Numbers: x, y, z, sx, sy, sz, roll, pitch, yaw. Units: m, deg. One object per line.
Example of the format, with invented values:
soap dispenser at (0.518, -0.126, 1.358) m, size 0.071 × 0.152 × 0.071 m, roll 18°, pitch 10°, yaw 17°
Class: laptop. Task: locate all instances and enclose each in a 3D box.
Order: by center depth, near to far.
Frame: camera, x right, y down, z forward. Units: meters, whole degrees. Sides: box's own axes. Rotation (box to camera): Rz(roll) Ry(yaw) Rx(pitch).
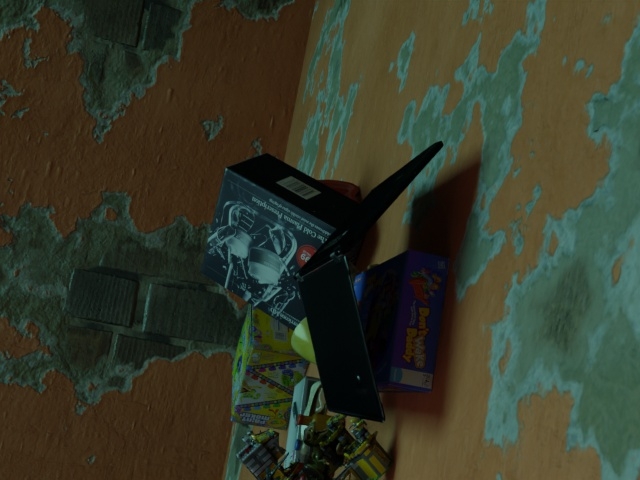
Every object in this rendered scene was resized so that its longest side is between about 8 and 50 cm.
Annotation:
laptop at (0.105, 0.083, 1.518) m, size 0.408 × 0.236 × 0.382 m, roll -48°, pitch 4°, yaw -15°

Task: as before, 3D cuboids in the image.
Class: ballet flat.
ballet flat at (-0.012, 0.426, 2.075) m, size 0.052 × 0.057 × 0.168 m, roll 146°, pitch 135°, yaw -61°

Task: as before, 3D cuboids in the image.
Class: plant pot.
plant pot at (0.010, 0.248, 2.011) m, size 0.095 × 0.134 × 0.134 m, roll 48°, pitch 130°, yaw 43°

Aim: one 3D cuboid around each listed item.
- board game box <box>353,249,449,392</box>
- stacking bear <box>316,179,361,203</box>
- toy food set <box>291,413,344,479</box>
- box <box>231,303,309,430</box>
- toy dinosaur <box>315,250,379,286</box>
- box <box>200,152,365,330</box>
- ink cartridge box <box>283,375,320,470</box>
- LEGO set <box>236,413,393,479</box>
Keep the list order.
board game box at (0.128, 0.163, 1.580) m, size 0.347 × 0.078 × 0.234 m, roll 144°, pitch 138°, yaw -74°
stacking bear at (0.000, 0.000, 2.245) m, size 0.175 × 0.164 × 0.289 m, roll -98°, pitch 18°, yaw -61°
toy food set at (-0.028, 0.496, 1.935) m, size 0.111 × 0.104 × 0.232 m, roll -88°, pitch 15°, yaw -44°
box at (-0.158, 0.365, 2.562) m, size 0.290 × 0.176 × 0.279 m, roll -98°, pitch 23°, yaw -60°
toy dinosaur at (0.083, 0.086, 1.787) m, size 0.064 × 0.112 × 0.212 m, roll 2°, pitch 121°, yaw 51°
box at (-0.089, 0.007, 2.093) m, size 0.179 × 0.343 × 0.313 m, roll -29°, pitch -38°, yaw -53°
ink cartridge box at (-0.059, 0.517, 2.206) m, size 0.239 × 0.060 × 0.275 m, roll 126°, pitch 154°, yaw -62°
LEGO set at (-0.030, 0.401, 1.597) m, size 0.255 × 0.192 × 0.331 m, roll -40°, pitch 3°, yaw -7°
